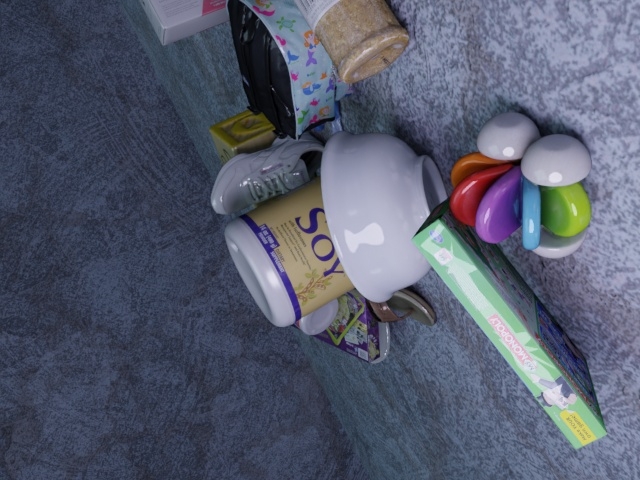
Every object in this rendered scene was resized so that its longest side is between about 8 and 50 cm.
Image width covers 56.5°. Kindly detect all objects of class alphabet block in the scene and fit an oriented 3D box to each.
[{"bbox_3d":[-0.151,-0.226,1.575,0.192,0.194,0.197,39,153,51],"label":"alphabet block"}]

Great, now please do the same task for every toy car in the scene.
[{"bbox_3d":[0.233,-0.054,0.727,0.182,0.136,0.159,45,158,46],"label":"toy car"}]

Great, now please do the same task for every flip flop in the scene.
[{"bbox_3d":[0.128,0.141,1.353,0.277,0.080,0.112,20,158,13],"label":"flip flop"}]

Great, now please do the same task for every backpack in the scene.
[{"bbox_3d":[-0.057,-0.338,1.068,0.225,0.191,0.253,49,168,32],"label":"backpack"}]

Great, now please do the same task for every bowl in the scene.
[{"bbox_3d":[0.127,-0.055,0.971,0.298,0.134,0.297,39,-137,-50],"label":"bowl"}]

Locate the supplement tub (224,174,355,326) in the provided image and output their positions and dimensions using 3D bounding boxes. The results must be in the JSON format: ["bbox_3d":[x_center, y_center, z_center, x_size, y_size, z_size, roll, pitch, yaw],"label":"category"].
[{"bbox_3d":[0.000,0.000,1.212,0.241,0.331,0.241,54,164,24],"label":"supplement tub"}]

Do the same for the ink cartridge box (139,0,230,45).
[{"bbox_3d":[-0.353,-0.654,1.444,0.282,0.207,0.117,63,163,-5],"label":"ink cartridge box"}]

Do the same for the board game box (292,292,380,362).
[{"bbox_3d":[0.021,0.178,1.614,0.347,0.056,0.208,17,122,48],"label":"board game box"}]

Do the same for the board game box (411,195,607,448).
[{"bbox_3d":[0.250,0.087,0.793,0.317,0.046,0.213,52,-157,1],"label":"board game box"}]

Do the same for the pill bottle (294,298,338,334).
[{"bbox_3d":[-0.066,0.141,1.569,0.221,0.124,0.124,35,152,38],"label":"pill bottle"}]

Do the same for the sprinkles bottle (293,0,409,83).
[{"bbox_3d":[-0.005,-0.414,0.896,0.355,0.121,0.121,60,165,6],"label":"sprinkles bottle"}]

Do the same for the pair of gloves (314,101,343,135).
[{"bbox_3d":[-0.008,-0.302,1.299,0.198,0.023,0.159,36,150,57],"label":"pair of gloves"}]

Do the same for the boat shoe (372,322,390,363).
[{"bbox_3d":[0.107,0.190,1.652,0.091,0.114,0.302,169,85,-74],"label":"boat shoe"}]

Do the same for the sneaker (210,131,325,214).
[{"bbox_3d":[-0.114,-0.155,1.376,0.152,0.305,0.114,37,158,46],"label":"sneaker"}]
